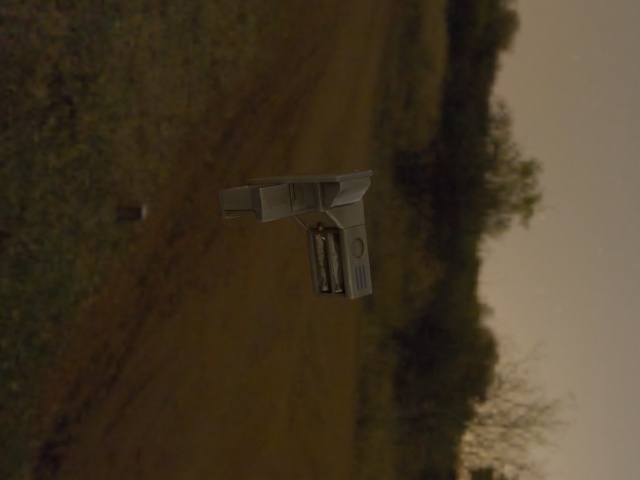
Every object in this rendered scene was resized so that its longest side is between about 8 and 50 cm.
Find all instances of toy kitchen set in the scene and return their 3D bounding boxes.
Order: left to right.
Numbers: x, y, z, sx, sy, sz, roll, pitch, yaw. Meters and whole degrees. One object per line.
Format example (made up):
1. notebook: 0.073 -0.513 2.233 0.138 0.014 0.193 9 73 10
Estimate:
1. toy kitchen set: 0.000 0.000 0.639 0.083 0.068 0.075 -13 99 -47
